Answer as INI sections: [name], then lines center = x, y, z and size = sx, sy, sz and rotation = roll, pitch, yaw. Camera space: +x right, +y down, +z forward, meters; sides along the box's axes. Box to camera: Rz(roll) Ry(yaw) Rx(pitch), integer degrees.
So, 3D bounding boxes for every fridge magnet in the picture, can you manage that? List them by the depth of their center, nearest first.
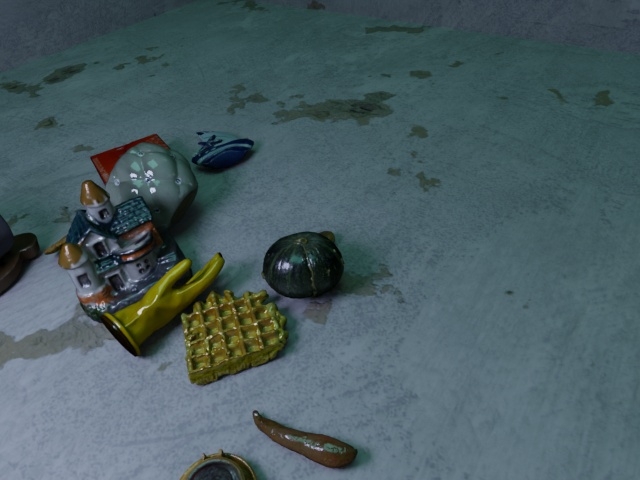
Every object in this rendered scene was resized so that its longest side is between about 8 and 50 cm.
[fridge magnet]
center = -0.174, 0.419, 0.742
size = 0.143, 0.063, 0.143
rotation = -2, 39, 2

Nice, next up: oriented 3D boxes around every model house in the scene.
[model house]
center = -0.488, 0.004, 1.073
size = 0.272, 0.300, 0.190
rotation = -26, 39, -20

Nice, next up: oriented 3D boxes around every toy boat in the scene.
[toy boat]
center = -0.380, -0.326, 1.585
size = 0.292, 0.070, 0.210
rotation = 23, 45, 33

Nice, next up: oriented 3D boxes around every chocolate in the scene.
[chocolate]
center = -0.593, -0.230, 1.472
size = 0.235, 0.108, 0.237
rotation = -28, 48, -23

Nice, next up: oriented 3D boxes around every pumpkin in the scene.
[pumpkin]
center = -0.041, 0.059, 1.059
size = 0.190, 0.146, 0.190
rotation = 10, 24, -5

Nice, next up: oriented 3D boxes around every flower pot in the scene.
[flower pot]
center = -0.467, -0.146, 1.271
size = 0.195, 0.246, 0.246
rotation = 35, 49, -4

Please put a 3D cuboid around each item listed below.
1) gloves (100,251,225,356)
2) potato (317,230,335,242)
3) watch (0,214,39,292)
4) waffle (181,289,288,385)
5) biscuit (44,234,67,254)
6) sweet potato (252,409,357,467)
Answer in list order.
[gloves]
center = -0.340, 0.123, 1.040
size = 0.294, 0.116, 0.133
rotation = -42, 20, -31
[potato]
center = 0.000, 0.000, 1.197
size = 0.083, 0.040, 0.051
rotation = -25, 51, -18
[watch]
center = -0.949, -0.012, 1.110
size = 0.335, 0.326, 0.314
rotation = 10, 45, 18
[waffle]
center = -0.193, 0.187, 1.003
size = 0.229, 0.057, 0.219
rotation = -17, 43, -13
[biscuit]
center = -0.647, -0.017, 1.203
size = 0.247, 0.029, 0.118
rotation = -22, 10, 33
[sweet potato]
center = -0.039, 0.357, 0.809
size = 0.214, 0.050, 0.050
rotation = 11, 45, 22
